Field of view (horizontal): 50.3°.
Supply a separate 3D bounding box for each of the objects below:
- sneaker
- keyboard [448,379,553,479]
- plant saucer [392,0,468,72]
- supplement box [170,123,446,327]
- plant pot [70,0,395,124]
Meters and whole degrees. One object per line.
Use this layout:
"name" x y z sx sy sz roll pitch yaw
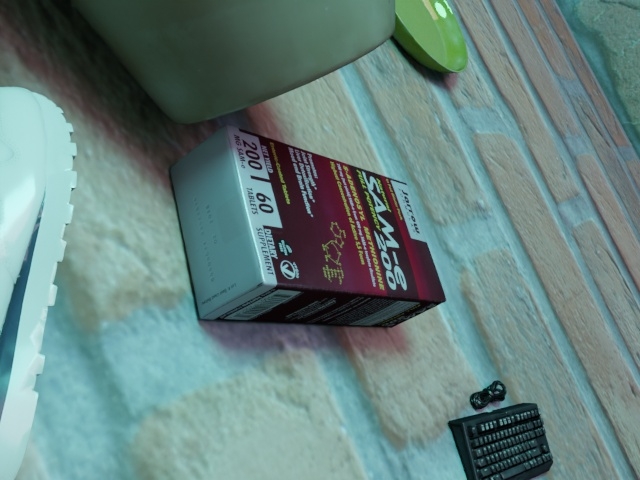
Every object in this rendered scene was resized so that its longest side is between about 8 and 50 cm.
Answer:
"sneaker" -0.182 0.009 0.327 0.095 0.090 0.235 18 50 -33
"keyboard" 0.194 0.202 0.719 0.180 0.023 0.108 8 59 -51
"plant saucer" 0.142 -0.354 1.046 0.241 0.037 0.240 31 44 -36
"supplement box" 0.000 0.000 0.572 0.240 0.073 0.130 10 58 -50
"plant pot" -0.077 -0.249 0.485 0.280 0.323 0.323 66 31 -20
